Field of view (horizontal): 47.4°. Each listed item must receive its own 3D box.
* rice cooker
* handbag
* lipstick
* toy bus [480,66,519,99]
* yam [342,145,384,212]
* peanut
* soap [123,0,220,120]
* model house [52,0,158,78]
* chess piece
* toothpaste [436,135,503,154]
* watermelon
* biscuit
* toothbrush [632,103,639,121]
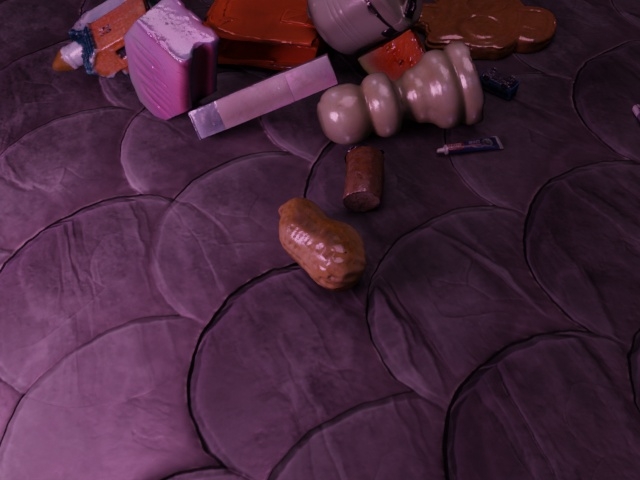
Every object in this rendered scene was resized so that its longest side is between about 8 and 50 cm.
[{"bbox_3d":[0.107,-0.552,1.641,0.244,0.226,0.226,-20,36,41],"label":"rice cooker"},{"bbox_3d":[-0.100,-0.583,1.821,0.303,0.116,0.410,8,50,11],"label":"handbag"},{"bbox_3d":[-0.121,-0.306,1.544,0.317,0.068,0.066,-21,16,8],"label":"lipstick"},{"bbox_3d":[0.396,-0.348,1.620,0.083,0.046,0.038,33,59,26],"label":"toy bus"},{"bbox_3d":[0.085,-0.119,1.427,0.084,0.084,0.127,0,52,5],"label":"yam"},{"bbox_3d":[0.000,0.000,1.312,0.120,0.110,0.236,-41,47,-2],"label":"peanut"},{"bbox_3d":[-0.315,-0.366,1.530,0.193,0.324,0.109,45,70,8],"label":"soap"},{"bbox_3d":[-0.494,-0.460,1.733,0.291,0.184,0.253,-23,56,3],"label":"model house"},{"bbox_3d":[0.157,-0.288,1.520,0.330,0.182,0.182,-15,49,-1],"label":"chess piece"},{"bbox_3d":[0.308,-0.195,1.509,0.139,0.021,0.037,-8,53,-6],"label":"toothpaste"},{"bbox_3d":[0.189,-0.418,1.665,0.192,0.137,0.145,20,21,0],"label":"watermelon"},{"bbox_3d":[0.385,-0.541,1.788,0.375,0.051,0.269,9,49,13],"label":"biscuit"},{"bbox_3d":[0.686,-0.180,1.461,0.026,0.024,0.288,-6,48,-1],"label":"toothbrush"}]
